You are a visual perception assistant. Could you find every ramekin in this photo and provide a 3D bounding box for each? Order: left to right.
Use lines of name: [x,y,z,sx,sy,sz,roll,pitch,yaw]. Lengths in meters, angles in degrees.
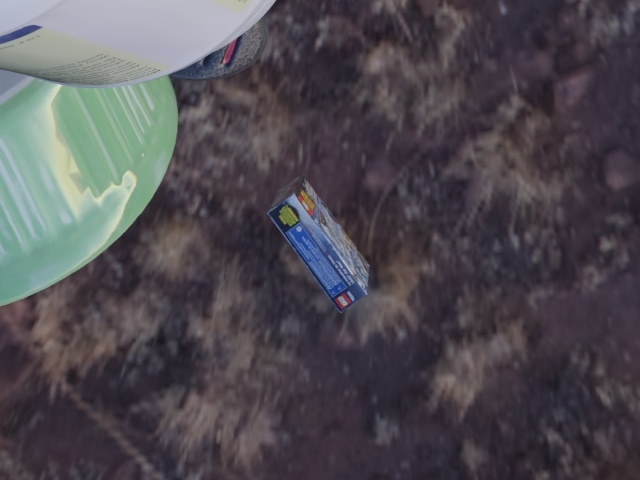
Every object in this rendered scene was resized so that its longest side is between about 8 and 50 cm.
ramekin: [-0.265,-0.108,1.355,0.303,0.303,0.148,-10,138,5]

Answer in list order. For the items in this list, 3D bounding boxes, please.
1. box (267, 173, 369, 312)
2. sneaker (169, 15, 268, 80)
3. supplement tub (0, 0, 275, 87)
box: [0.000,0.000,1.474,0.027,0.137,0.094,-35,95,7]
sneaker: [-0.191,-0.254,1.774,0.314,0.136,0.116,20,119,-18]
supplement tub: [-0.140,-0.199,0.962,0.235,0.325,0.235,0,90,14]
